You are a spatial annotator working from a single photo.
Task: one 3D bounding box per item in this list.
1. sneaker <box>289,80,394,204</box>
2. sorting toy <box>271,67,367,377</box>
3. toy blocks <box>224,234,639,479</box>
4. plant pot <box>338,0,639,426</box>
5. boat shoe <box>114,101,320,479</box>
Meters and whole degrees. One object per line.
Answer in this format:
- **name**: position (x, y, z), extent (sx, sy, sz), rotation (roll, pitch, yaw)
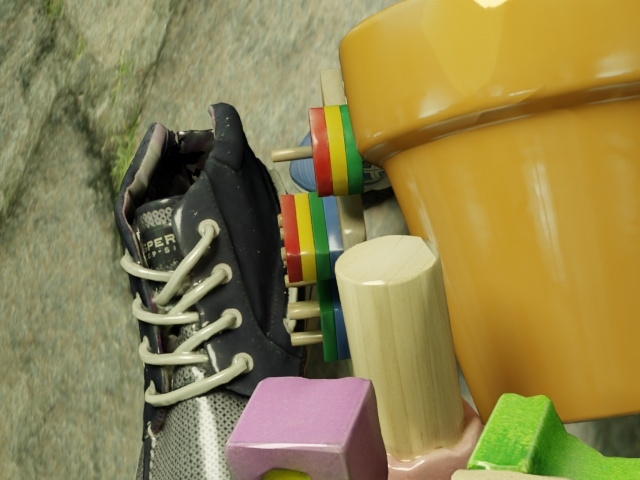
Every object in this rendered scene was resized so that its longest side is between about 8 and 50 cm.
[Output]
- **sneaker**: position (0.032, -0.077, 0.930), extent (0.211, 0.081, 0.080), rotation (-26, 60, 55)
- **sorting toy**: position (0.000, 0.000, 0.843), extent (0.274, 0.046, 0.132), rotation (84, 179, -48)
- **toy blocks**: position (0.102, 0.178, 0.478), extent (0.288, 0.309, 0.260), rotation (1, 118, 22)
- **plant pot**: position (0.123, -0.016, 0.668), extent (0.205, 0.205, 0.188), rotation (-16, 82, 56)
- **boat shoe**: position (-0.078, 0.063, 0.886), extent (0.127, 0.158, 0.340), rotation (-18, 37, 18)
